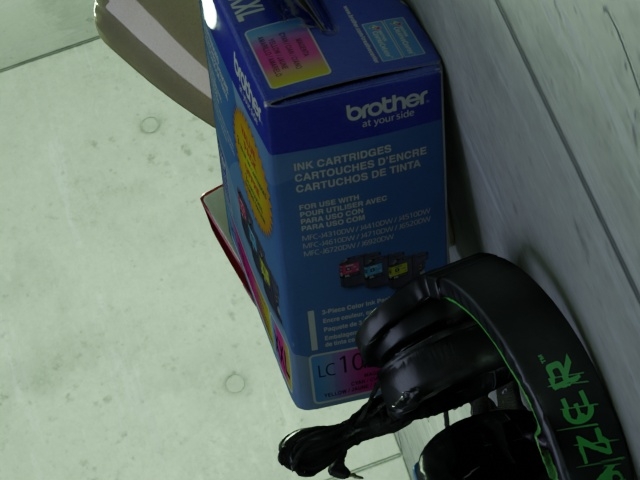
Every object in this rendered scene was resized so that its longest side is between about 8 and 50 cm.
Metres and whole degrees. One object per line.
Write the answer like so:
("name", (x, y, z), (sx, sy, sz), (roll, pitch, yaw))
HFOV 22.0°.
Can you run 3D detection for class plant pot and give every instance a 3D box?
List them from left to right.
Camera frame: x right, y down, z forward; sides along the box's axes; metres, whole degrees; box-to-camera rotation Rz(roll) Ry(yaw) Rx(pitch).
("plant pot", (-0.095, -0.233, 1.996), (0.274, 0.256, 0.256), (51, 169, 25))

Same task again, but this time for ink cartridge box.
("ink cartridge box", (0.000, -0.095, 1.387), (0.270, 0.151, 0.395), (-115, 16, -49))

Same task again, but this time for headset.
("headset", (0.091, 0.142, 1.208), (0.394, 0.185, 0.243), (173, 77, -75))

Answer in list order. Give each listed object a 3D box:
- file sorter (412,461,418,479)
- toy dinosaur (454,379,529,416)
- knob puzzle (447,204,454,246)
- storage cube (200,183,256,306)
("file sorter", (0.118, 0.280, 1.569), (0.170, 0.104, 0.118), (-50, 45, 32))
("toy dinosaur", (0.159, 0.163, 1.398), (0.118, 0.064, 0.268), (98, 157, -77))
("knob puzzle", (0.078, -0.081, 1.524), (0.213, 0.030, 0.213), (161, 90, -87))
("storage cube", (0.000, 0.000, 1.710), (0.215, 0.184, 0.193), (59, 176, 6))
